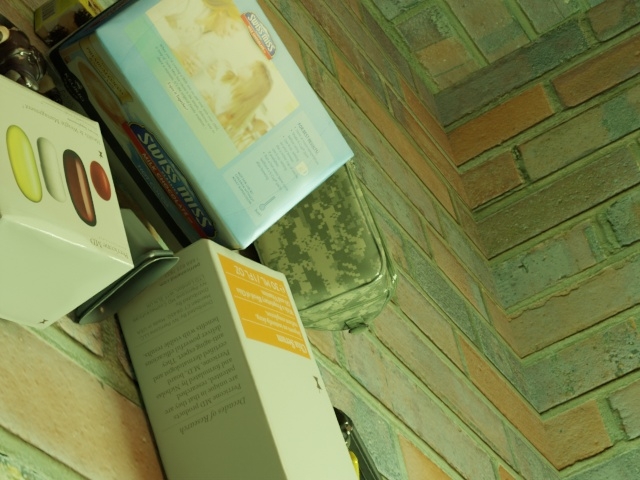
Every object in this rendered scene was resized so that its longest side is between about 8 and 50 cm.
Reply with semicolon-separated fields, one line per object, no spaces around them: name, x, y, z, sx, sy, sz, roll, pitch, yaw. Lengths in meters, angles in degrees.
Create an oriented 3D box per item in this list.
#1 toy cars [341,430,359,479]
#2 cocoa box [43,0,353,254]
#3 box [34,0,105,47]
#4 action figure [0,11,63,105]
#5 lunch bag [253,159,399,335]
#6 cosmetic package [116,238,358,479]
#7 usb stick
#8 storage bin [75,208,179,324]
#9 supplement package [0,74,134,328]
toy cars;0.022;0.403;1.898;0.176;0.087;0.393;114;-42;-65
cocoa box;-0.169;-0.181;1.807;0.347;0.231;0.228;57;-27;-16
box;-0.318;-0.272;1.971;0.232;0.087;0.058;45;22;-41
action figure;-0.375;-0.186;1.656;0.185;0.099;0.285;36;15;-42
lunch bag;0.000;0.000;2.295;0.256;0.213;0.305;64;4;-71
cosmetic package;-0.089;0.247;1.699;0.230;0.162;0.453;27;39;-62
usb stick;0.070;0.370;2.079;0.278;0.045;0.077;63;-8;-33
storage bin;-0.255;0.026;1.627;0.091;0.135;0.098;55;16;11
supplement package;-0.334;-0.044;1.419;0.194;0.149;0.203;25;39;-51
